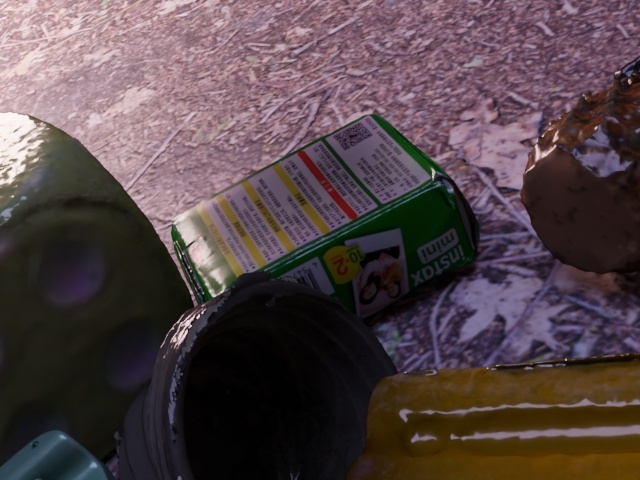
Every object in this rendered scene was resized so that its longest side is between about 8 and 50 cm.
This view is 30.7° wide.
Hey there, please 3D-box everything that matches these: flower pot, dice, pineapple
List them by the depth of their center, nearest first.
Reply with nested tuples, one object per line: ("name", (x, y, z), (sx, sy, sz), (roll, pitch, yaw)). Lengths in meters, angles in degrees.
("flower pot", (-0.051, 0.152, 0.825), (0.141, 0.235, 0.235), (-24, 29, 40))
("pineapple", (0.306, -0.098, 0.980), (0.170, 0.141, 0.310), (11, 41, 46))
("dice", (-0.286, 0.052, 1.034), (0.250, 0.252, 0.254), (-40, 39, -21))

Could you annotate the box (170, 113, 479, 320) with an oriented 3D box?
("box", (0.000, 0.000, 1.059), (0.250, 0.103, 0.180), (-28, 35, -6))

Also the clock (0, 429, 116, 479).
("clock", (-0.196, 0.239, 0.805), (0.159, 0.066, 0.211), (-43, 36, -5))

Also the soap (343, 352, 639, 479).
("soap", (0.170, 0.202, 0.651), (0.335, 0.156, 0.293), (-8, 42, 23))
